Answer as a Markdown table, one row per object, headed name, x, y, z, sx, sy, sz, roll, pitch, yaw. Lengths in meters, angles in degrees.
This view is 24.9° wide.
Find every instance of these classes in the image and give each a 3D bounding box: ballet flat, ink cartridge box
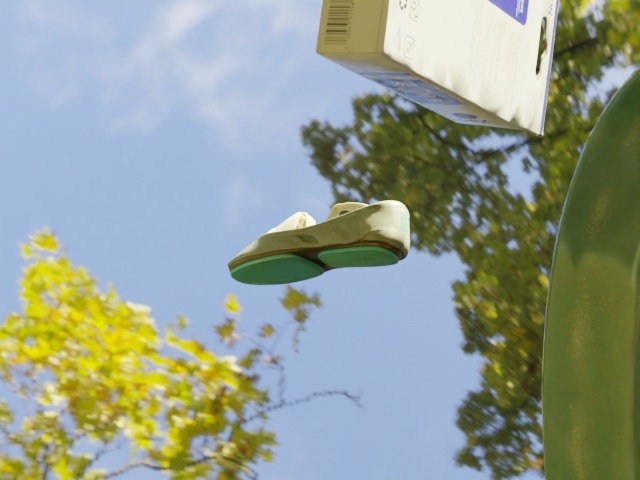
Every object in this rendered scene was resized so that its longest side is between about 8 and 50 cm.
| name | x | y | z | sx | sy | sz | roll | pitch | yaw |
| --- | --- | --- | --- | --- | --- | --- | --- | --- | --- |
| ballet flat | 0.000 | 0.000 | 1.464 | 0.213 | 0.072 | 0.068 | -9 | -118 | 35 |
| ink cartridge box | 0.109 | -0.194 | 1.209 | 0.065 | 0.332 | 0.165 | 4 | -96 | 31 |

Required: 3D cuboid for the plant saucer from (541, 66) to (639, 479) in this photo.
| name | x | y | z | sx | sy | sz | roll | pitch | yaw |
| --- | --- | --- | --- | --- | --- | --- | --- | --- | --- |
| plant saucer | 0.147 | 0.092 | 0.484 | 0.043 | 0.317 | 0.317 | -3 | -107 | -10 |
